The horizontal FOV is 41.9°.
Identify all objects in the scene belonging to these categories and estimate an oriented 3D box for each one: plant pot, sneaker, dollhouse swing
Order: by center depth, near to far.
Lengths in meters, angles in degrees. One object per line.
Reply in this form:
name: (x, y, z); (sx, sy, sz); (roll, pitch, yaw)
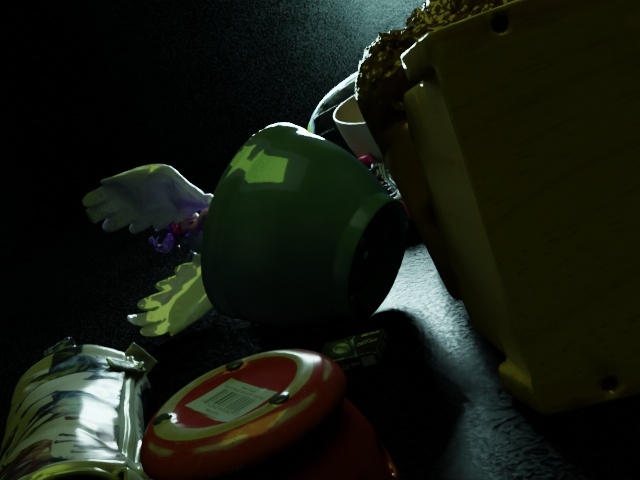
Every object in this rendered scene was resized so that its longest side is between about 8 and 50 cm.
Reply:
plant pot: (-0.034, 0.190, 0.662); (0.191, 0.174, 0.191); (-18, 13, 4)
dollhouse swing: (0.251, -0.055, 0.832); (0.315, 0.347, 0.305); (-17, 4, 15)
plant pot: (0.000, 0.000, 1.167); (0.196, 0.293, 0.293); (18, 34, 27)
sneaker: (0.106, -0.086, 1.590); (0.120, 0.112, 0.299); (-22, 15, -5)
plant pot: (0.192, -0.225, 1.779); (0.284, 0.191, 0.284); (-18, 23, 8)

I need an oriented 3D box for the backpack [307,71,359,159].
backpack: (0.143, -0.283, 1.997); (0.355, 0.290, 0.273); (-33, 9, -17)

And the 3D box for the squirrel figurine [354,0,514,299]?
squirrel figurine: (0.259, -0.178, 1.135); (0.370, 0.397, 0.281); (-26, 8, 7)

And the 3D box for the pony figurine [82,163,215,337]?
pony figurine: (-0.201, -0.020, 1.510); (0.351, 0.303, 0.363); (-28, -8, 3)

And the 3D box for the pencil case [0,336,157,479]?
pencil case: (-0.239, 0.222, 0.840); (0.184, 0.160, 0.410); (-54, 17, -2)

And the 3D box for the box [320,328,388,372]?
box: (0.039, 0.141, 1.040); (0.083, 0.018, 0.067); (-16, 15, 19)
